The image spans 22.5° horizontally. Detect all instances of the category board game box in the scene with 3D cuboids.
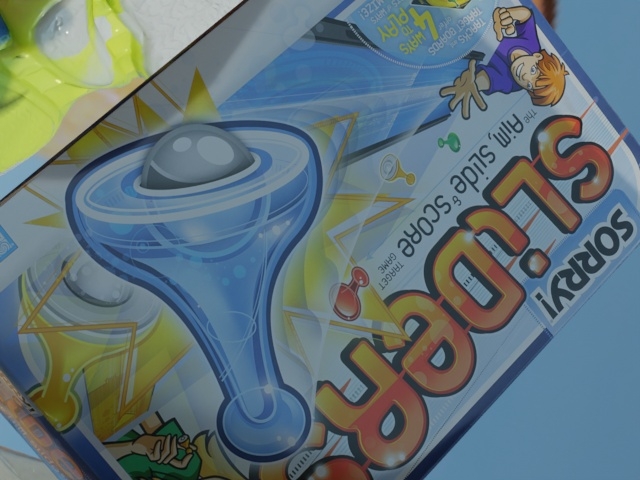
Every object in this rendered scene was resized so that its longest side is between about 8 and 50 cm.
[{"bbox_3d":[0.000,0.000,0.466,0.201,0.136,0.035,-44,-169,-26],"label":"board game box"}]

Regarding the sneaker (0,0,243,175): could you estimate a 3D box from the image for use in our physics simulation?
[{"bbox_3d":[-0.135,-0.117,0.797,0.126,0.240,0.091,30,-42,37],"label":"sneaker"}]

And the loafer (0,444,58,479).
[{"bbox_3d":[-0.218,0.179,1.015,0.111,0.319,0.112,-1,-124,38],"label":"loafer"}]
